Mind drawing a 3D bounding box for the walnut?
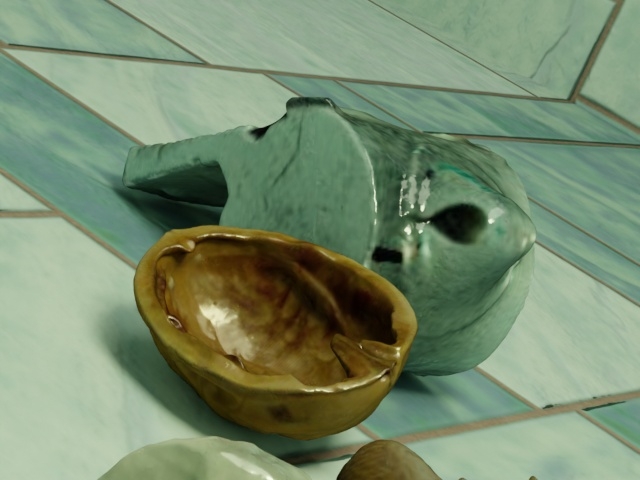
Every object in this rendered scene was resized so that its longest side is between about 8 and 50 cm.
[{"bbox_3d":[-0.032,0.072,1.328,0.167,0.087,0.211,-26,44,-36],"label":"walnut"}]

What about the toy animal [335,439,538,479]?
[{"bbox_3d":[0.045,0.198,1.044,0.089,0.179,0.188,10,59,-44],"label":"toy animal"}]

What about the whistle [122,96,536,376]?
[{"bbox_3d":[0.002,-0.032,1.536,0.168,0.188,0.405,10,21,-40],"label":"whistle"}]

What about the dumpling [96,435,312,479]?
[{"bbox_3d":[-0.035,0.178,0.909,0.229,0.151,0.124,27,-11,12],"label":"dumpling"}]
